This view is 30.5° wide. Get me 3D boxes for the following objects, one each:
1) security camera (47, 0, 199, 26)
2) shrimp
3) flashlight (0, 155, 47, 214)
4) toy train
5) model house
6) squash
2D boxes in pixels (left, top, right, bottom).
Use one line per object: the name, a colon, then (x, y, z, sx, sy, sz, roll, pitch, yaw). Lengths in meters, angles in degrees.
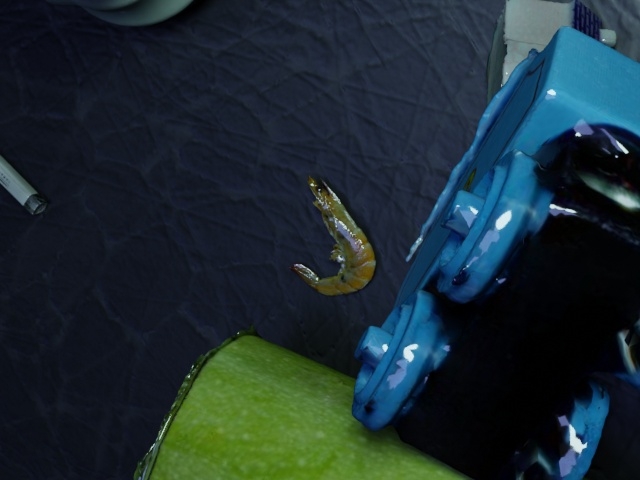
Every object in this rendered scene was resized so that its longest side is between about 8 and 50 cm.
security camera: (-0.210, -0.285, 0.989, 0.191, 0.277, 0.197, 8, 100, 24)
shrimp: (0.000, 0.000, 1.077, 0.083, 0.023, 0.114, -30, 89, 27)
flashlight: (-0.315, -0.059, 1.208, 0.083, 0.018, 0.018, 43, 112, 13)
toy train: (0.153, 0.027, 0.842, 0.188, 0.265, 0.300, 26, 130, -2)
model house: (0.189, -0.135, 0.949, 0.100, 0.088, 0.101, 5, 66, 0)
squash: (0.051, 0.259, 0.959, 0.384, 0.263, 0.263, 22, 106, 19)
